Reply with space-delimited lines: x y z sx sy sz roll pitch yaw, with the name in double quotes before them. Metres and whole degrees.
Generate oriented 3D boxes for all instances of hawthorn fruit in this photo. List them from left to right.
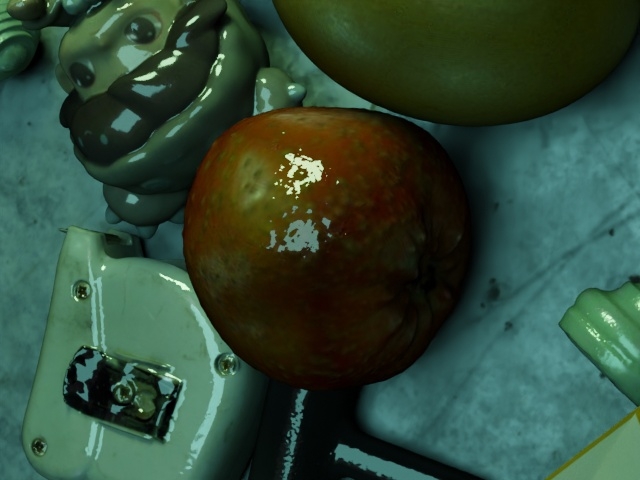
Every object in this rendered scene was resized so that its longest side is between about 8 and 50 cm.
"hawthorn fruit" 0.000 0.000 1.726 0.300 0.275 0.275 25 100 54

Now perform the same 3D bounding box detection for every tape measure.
"tape measure" -0.178 0.134 1.885 0.265 0.130 0.258 15 93 24

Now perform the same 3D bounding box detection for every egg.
"egg" 0.116 -0.247 1.671 0.351 0.282 0.282 20 97 14

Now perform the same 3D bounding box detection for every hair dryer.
"hair dryer" 0.051 0.227 1.806 0.251 0.089 0.197 16 95 18

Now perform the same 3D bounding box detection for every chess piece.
"chess piece" 0.350 0.025 1.660 0.271 0.139 0.139 -46 71 4

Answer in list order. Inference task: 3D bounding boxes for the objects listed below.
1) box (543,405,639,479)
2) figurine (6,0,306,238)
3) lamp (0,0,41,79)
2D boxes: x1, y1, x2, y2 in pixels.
"box" 0.269 0.348 1.556 0.259 0.214 0.283 -40 32 19
"figurine" -0.194 -0.203 1.832 0.248 0.203 0.380 -34 98 15
"lamp" -0.373 -0.250 2.004 0.106 0.106 0.193 -48 60 16
